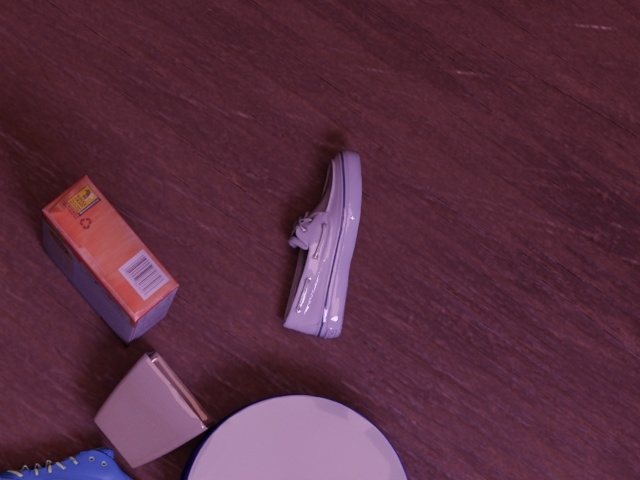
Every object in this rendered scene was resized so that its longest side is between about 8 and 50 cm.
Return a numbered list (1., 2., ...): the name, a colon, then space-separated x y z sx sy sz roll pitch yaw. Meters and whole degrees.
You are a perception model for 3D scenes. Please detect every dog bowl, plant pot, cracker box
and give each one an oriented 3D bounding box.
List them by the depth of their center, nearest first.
1. cracker box: -0.235 0.028 1.801 0.067 0.232 0.156 -40 88 -15
2. plant pot: -0.195 0.197 1.847 0.096 0.109 0.109 -39 88 -1
3. dog bowl: -0.031 0.307 1.849 0.265 0.104 0.265 2 80 -9

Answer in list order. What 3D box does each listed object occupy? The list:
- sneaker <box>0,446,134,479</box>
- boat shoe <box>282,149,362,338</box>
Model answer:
1. sneaker: -0.300 0.281 1.833 0.240 0.091 0.126 24 59 -4
2. boat shoe: 0.000 0.000 1.919 0.075 0.083 0.226 8 80 -9
